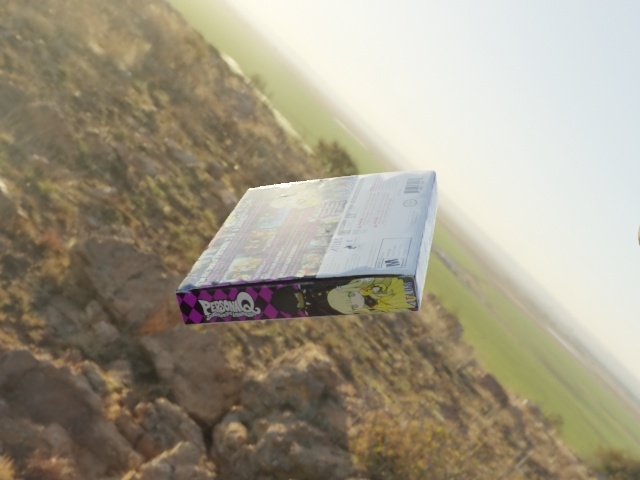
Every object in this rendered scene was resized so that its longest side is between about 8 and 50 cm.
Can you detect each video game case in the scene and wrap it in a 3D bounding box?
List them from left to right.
[{"bbox_3d":[0.000,0.000,0.770,0.232,0.210,0.042,-67,149,-61],"label":"video game case"}]

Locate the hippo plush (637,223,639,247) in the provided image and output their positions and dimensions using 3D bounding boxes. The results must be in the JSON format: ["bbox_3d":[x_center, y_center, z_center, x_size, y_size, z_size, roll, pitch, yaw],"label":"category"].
[{"bbox_3d":[0.435,-0.047,0.711,0.234,0.237,0.294,23,9,5],"label":"hippo plush"}]
